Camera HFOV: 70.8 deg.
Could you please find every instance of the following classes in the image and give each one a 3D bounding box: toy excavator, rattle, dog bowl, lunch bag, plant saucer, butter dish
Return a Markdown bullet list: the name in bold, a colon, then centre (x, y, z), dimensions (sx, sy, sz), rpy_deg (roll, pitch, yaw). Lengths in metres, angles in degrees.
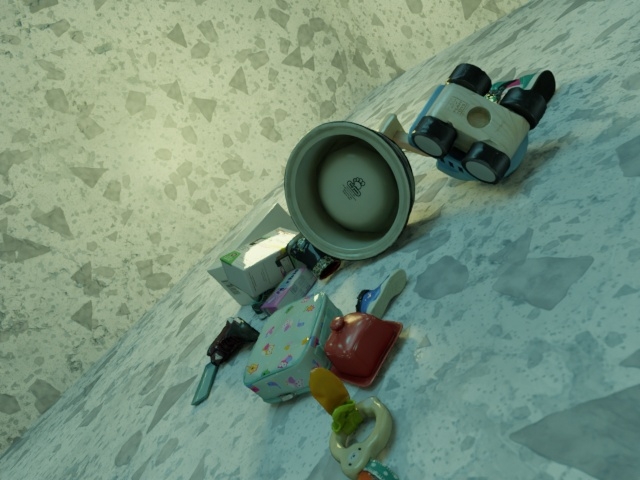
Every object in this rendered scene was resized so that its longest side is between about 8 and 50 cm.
- **toy excavator**: centre (0.346, -0.290, 1.290), dimensions (0.222, 0.432, 0.445), rpy_deg (-57, -14, -6)
- **rattle**: centre (0.048, 0.312, 0.739), dimensions (0.130, 0.143, 0.200), rpy_deg (-18, 17, 12)
- **dog bowl**: centre (0.098, -0.153, 1.346), dimensions (0.408, 0.408, 0.150), rpy_deg (-29, 1, 35)
- **lunch bag**: centre (-0.058, 0.263, 1.116), dimensions (0.224, 0.108, 0.279), rpy_deg (-26, 24, 28)
- **plant saucer**: centre (-0.369, 0.455, 1.464), dimensions (0.067, 0.018, 0.192), rpy_deg (-37, 17, 15)
- **butter dish**: centre (0.068, 0.207, 0.956), dimensions (0.160, 0.118, 0.159), rpy_deg (-53, 21, -24)

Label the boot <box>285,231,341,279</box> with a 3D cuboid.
- **boot**: centre (0.023, 0.011, 1.495), dimensions (0.236, 0.085, 0.178), rpy_deg (-39, 55, -14)

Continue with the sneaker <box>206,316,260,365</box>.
- **sneaker**: centre (-0.288, 0.340, 1.460), dimensions (0.163, 0.106, 0.281), rpy_deg (-54, 10, -19)

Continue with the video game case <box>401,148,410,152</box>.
- **video game case**: centre (0.438, -0.440, 1.886), dimensions (0.201, 0.023, 0.183), rpy_deg (-45, 18, -8)

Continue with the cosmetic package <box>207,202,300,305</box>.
- **cosmetic package**: centre (-0.249, 0.052, 1.849), dimensions (0.156, 0.217, 0.385), rpy_deg (-16, 29, 53)

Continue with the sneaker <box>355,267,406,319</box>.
- **sneaker**: centre (0.142, 0.125, 1.102), dimensions (0.152, 0.058, 0.084), rpy_deg (-54, 29, -17)

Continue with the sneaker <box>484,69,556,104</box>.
- **sneaker**: centre (0.560, -0.409, 1.375), dimensions (0.295, 0.124, 0.178), rpy_deg (-40, 21, -22)

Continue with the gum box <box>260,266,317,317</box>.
- **gum box**: centre (-0.102, 0.172, 1.498), dimensions (0.107, 0.062, 0.188), rpy_deg (-15, 32, 55)

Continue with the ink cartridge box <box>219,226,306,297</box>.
- **ink cartridge box**: centre (-0.191, 0.070, 1.643), dimensions (0.278, 0.117, 0.201), rpy_deg (-30, 27, -28)

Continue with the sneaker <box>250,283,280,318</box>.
- **sneaker**: centre (-0.180, 0.194, 1.587), dimensions (0.065, 0.076, 0.166), rpy_deg (-13, 33, 55)
